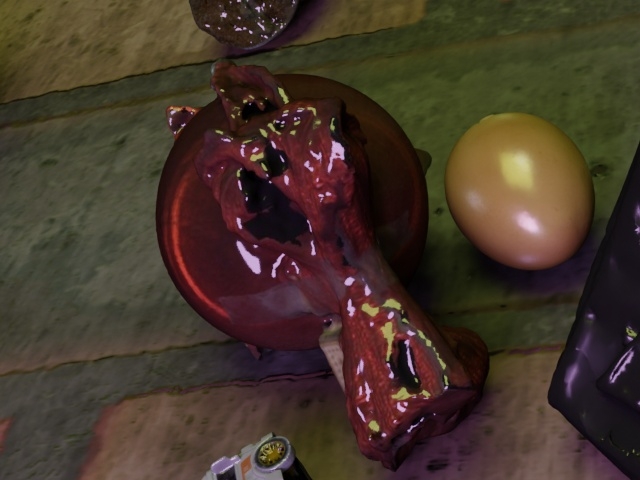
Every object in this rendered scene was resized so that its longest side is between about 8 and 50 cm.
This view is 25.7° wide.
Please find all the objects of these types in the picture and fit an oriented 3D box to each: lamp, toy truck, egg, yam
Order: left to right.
[{"bbox_3d":[-0.024,0.150,0.643,0.063,0.052,0.123,-26,37,6],"label":"toy truck"},{"bbox_3d":[-0.040,-0.237,1.116,0.107,0.107,0.183,-6,41,22],"label":"yam"},{"bbox_3d":[-0.010,0.005,0.744,0.151,0.215,0.223,-30,11,15],"label":"lamp"},{"bbox_3d":[0.112,-0.024,0.772,0.080,0.080,0.096,-24,51,-1],"label":"egg"}]

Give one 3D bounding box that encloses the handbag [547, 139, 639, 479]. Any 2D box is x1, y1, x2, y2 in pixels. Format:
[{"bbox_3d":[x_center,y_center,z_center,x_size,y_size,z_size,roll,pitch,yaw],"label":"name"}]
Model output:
[{"bbox_3d":[0.215,0.033,0.541,0.088,0.244,0.275,5,22,-34],"label":"handbag"}]
